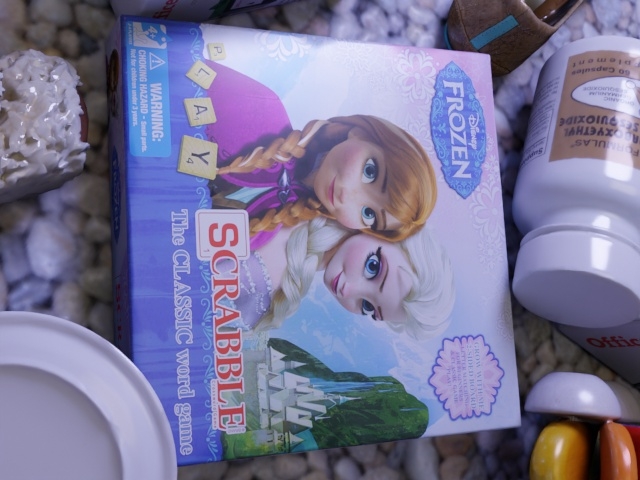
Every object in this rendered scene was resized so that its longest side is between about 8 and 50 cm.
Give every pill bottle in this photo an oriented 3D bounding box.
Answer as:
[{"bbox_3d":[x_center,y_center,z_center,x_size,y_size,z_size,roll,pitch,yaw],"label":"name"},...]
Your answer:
[{"bbox_3d":[0.235,-0.049,0.711,0.131,0.131,0.229,27,63,-18],"label":"pill bottle"}]

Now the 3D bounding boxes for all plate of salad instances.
[{"bbox_3d":[-0.189,0.142,0.533,0.199,0.048,0.200,0,95,2],"label":"plate of salad"}]

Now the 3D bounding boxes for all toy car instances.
[{"bbox_3d":[0.245,0.192,0.673,0.182,0.136,0.159,22,69,-54],"label":"toy car"}]

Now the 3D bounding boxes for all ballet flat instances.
[{"bbox_3d":[0.245,-0.287,0.775,0.116,0.124,0.342,48,66,-11],"label":"ballet flat"}]

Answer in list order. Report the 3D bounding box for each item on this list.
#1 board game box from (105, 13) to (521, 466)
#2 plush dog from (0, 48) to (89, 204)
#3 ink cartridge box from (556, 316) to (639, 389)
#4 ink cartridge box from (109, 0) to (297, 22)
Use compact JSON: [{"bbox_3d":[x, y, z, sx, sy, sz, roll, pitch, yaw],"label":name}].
[{"bbox_3d":[0.000,0.000,0.650,0.317,0.066,0.319,-1,83,-25],"label":"board game box"},{"bbox_3d":[-0.284,-0.114,0.477,0.210,0.262,0.225,-28,86,1],"label":"plush dog"},{"bbox_3d":[0.383,0.095,0.735,0.272,0.197,0.114,35,69,-16],"label":"ink cartridge box"},{"bbox_3d":[-0.048,-0.238,0.616,0.219,0.160,0.093,-21,90,-24],"label":"ink cartridge box"}]
